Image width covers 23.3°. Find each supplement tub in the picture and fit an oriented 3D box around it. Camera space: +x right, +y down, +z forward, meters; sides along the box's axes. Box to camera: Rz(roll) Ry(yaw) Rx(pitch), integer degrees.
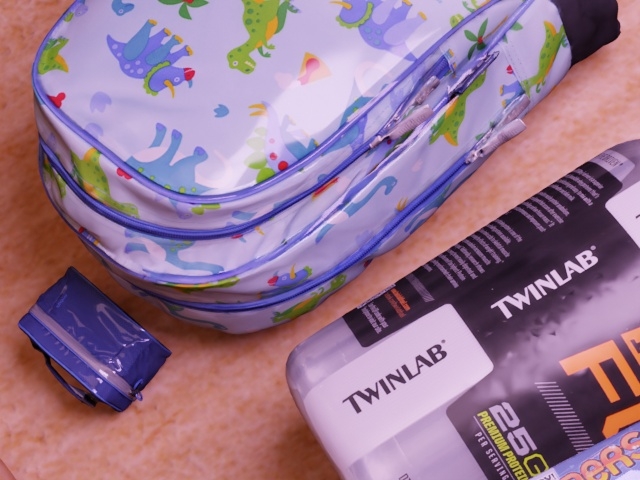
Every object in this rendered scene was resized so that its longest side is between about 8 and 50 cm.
[{"bbox_3d":[0.155,0.068,0.928,0.316,0.193,0.193,-33,69,0],"label":"supplement tub"}]

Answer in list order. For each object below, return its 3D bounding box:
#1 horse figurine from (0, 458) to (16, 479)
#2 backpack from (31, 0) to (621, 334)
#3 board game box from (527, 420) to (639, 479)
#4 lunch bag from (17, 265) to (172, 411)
[{"bbox_3d":[-0.280,0.178,1.048,0.263,0.066,0.174,26,85,20],"label":"horse figurine"},{"bbox_3d":[-0.023,-0.112,1.012,0.290,0.273,0.355,42,94,16],"label":"backpack"},{"bbox_3d":[0.179,0.154,0.852,0.201,0.136,0.035,-26,46,-7],"label":"board game box"},{"bbox_3d":[-0.153,0.073,1.055,0.098,0.067,0.065,39,83,19],"label":"lunch bag"}]
